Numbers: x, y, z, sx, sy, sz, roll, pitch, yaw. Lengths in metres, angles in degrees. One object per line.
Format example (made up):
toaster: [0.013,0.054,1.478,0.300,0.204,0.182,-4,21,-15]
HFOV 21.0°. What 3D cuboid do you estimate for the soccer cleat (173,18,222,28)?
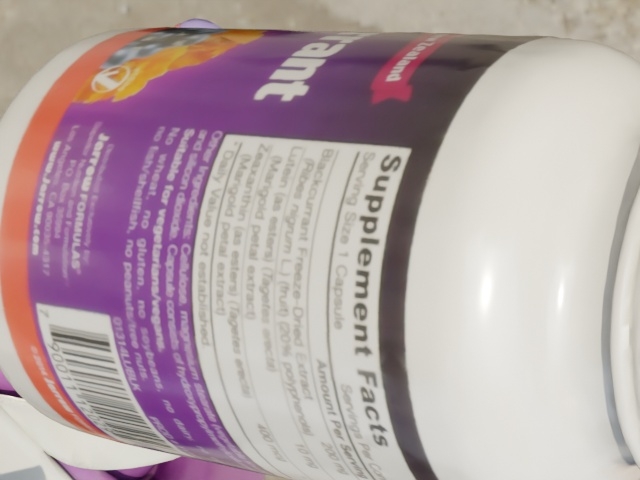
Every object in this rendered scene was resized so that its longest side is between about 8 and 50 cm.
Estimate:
soccer cleat: [0.000,0.000,0.848,0.095,0.248,0.083,-21,-177,8]

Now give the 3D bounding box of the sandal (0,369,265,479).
sandal: [-0.097,0.038,0.728,0.102,0.169,0.416,-25,148,13]

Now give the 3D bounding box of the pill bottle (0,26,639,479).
pill bottle: [0.022,0.006,0.396,0.193,0.108,0.108,7,163,35]
